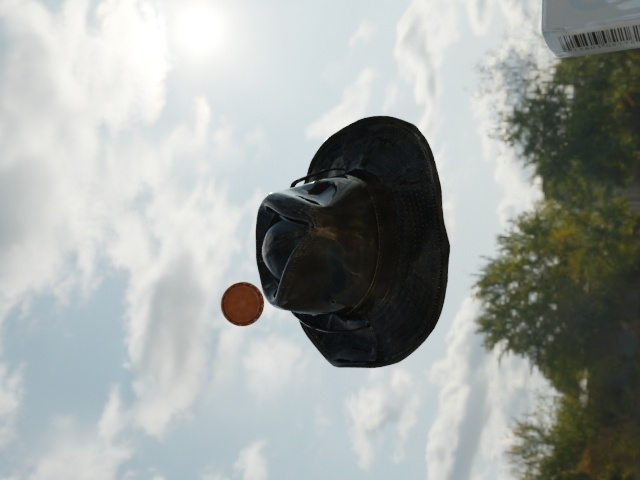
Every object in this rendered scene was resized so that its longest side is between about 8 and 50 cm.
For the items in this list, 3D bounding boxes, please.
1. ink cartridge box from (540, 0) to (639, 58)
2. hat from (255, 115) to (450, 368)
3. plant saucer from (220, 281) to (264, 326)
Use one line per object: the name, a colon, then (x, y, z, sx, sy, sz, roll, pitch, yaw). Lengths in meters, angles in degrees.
ink cartridge box: (0.468, -0.454, 1.016, 0.091, 0.308, 0.385, 26, -114, -57)
hat: (0.000, 0.000, 0.876, 0.134, 0.331, 0.331, 5, -91, -31)
plant saucer: (-0.146, 0.119, 1.402, 0.013, 0.083, 0.084, 176, 101, -69)
